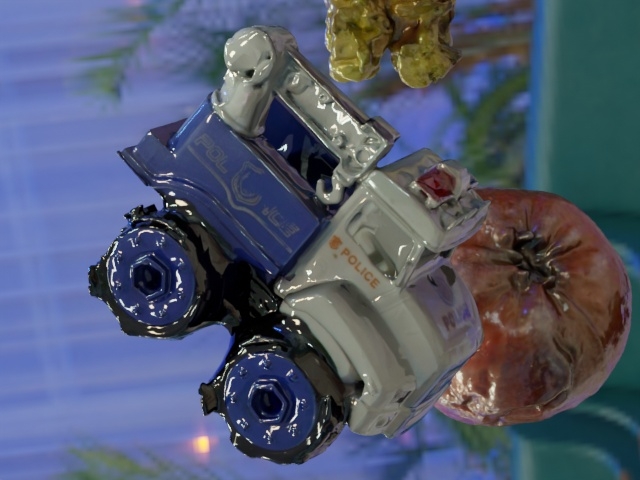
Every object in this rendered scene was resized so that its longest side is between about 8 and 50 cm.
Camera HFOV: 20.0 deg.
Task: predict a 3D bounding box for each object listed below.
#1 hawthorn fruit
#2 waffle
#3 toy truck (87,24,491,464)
[{"bbox_3d":[0.165,0.081,1.769,0.272,0.242,0.242,120,148,-56],"label":"hawthorn fruit"},{"bbox_3d":[0.071,-0.311,1.850,0.324,0.151,0.261,100,165,-67],"label":"waffle"},{"bbox_3d":[0.000,0.000,0.993,0.213,0.177,0.161,45,-153,9],"label":"toy truck"}]
